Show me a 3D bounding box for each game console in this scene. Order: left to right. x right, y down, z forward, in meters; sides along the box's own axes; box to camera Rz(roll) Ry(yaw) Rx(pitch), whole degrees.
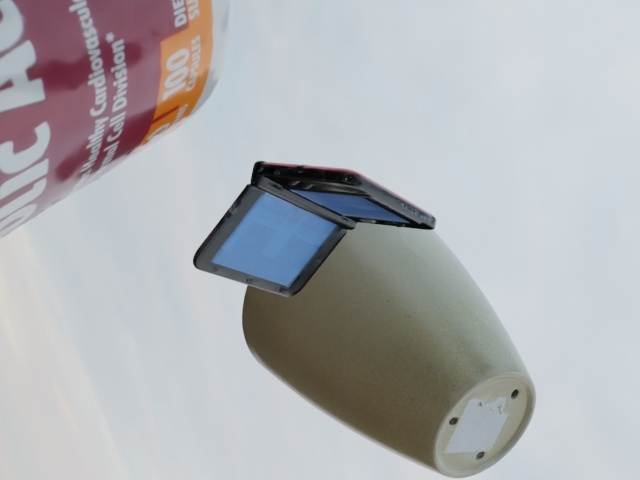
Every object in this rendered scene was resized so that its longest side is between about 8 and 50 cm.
[{"bbox_3d":[0.000,0.000,0.706,0.124,0.144,0.085,8,-98,32],"label":"game console"}]

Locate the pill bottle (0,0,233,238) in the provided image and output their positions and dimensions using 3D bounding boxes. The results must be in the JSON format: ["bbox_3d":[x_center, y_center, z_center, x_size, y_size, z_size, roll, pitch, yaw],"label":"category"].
[{"bbox_3d":[-0.239,-0.076,0.434,0.224,0.392,0.224,20,-51,26],"label":"pill bottle"}]

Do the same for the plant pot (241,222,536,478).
[{"bbox_3d":[0.090,0.119,1.008,0.274,0.257,0.256,43,-36,47],"label":"plant pot"}]
